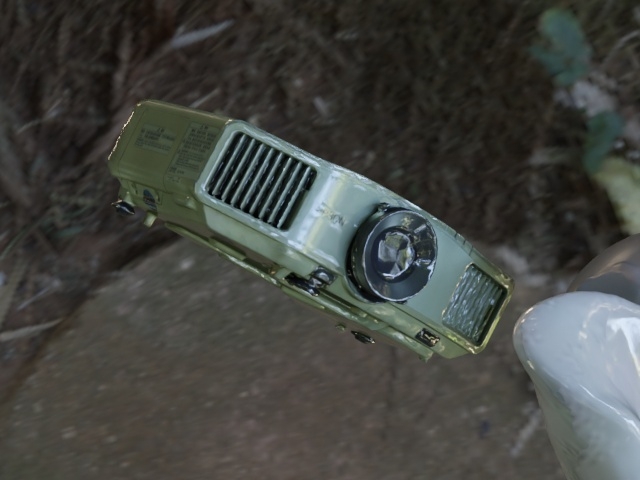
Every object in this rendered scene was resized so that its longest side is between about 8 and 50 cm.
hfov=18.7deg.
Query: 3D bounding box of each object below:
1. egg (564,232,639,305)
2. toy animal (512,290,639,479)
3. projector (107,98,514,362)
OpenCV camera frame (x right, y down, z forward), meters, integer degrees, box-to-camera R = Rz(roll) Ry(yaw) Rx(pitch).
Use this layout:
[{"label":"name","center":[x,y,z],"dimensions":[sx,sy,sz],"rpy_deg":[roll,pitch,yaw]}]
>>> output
[{"label":"egg","center":[0.257,0.078,1.307],"dimensions":[0.232,0.176,0.176],"rpy_deg":[5,77,-48]},{"label":"toy animal","center":[0.138,0.184,0.655],"dimensions":[0.325,0.154,0.208],"rpy_deg":[45,103,6]},{"label":"projector","center":[0.000,0.000,1.338],"dimensions":[0.269,0.193,0.088],"rpy_deg":[29,83,-33]}]
